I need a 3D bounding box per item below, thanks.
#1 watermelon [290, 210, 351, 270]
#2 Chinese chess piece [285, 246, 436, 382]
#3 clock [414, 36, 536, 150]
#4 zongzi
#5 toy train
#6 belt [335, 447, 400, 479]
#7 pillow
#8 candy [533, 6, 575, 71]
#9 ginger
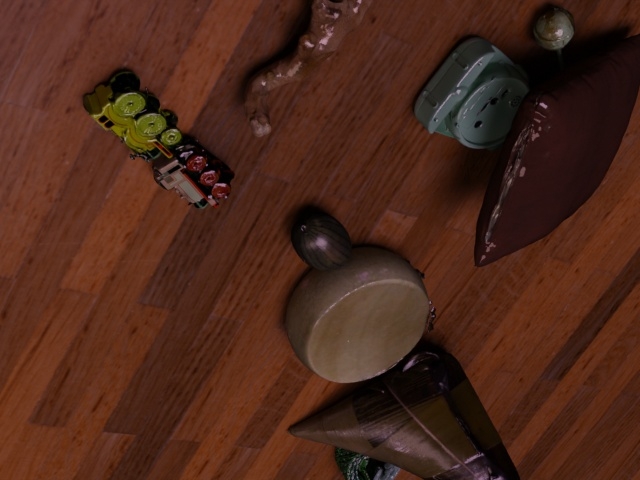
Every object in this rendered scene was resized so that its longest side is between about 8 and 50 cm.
[{"bbox_3d":[0.000,0.000,1.709,0.078,0.078,0.111,-39,134,5],"label":"watermelon"},{"bbox_3d":[0.060,0.116,1.831,0.237,0.092,0.238,-15,132,-18],"label":"Chinese chess piece"},{"bbox_3d":[0.237,-0.198,1.685,0.188,0.060,0.148,19,116,-40],"label":"clock"},{"bbox_3d":[0.143,0.369,1.974,0.317,0.289,0.154,-28,164,3],"label":"zongzi"},{"bbox_3d":[-0.199,-0.120,1.512,0.085,0.053,0.250,-33,137,11],"label":"toy train"},{"bbox_3d":[0.093,0.394,2.094,0.121,0.079,0.151,-14,133,-20],"label":"belt"},{"bbox_3d":[0.355,-0.131,1.727,0.305,0.108,0.308,-30,147,-41],"label":"pillow"},{"bbox_3d":[0.351,-0.261,1.714,0.061,0.061,0.202,-32,144,-1],"label":"candy"},{"bbox_3d":[-0.009,-0.256,1.489,0.288,0.075,0.089,-49,157,9],"label":"ginger"}]
